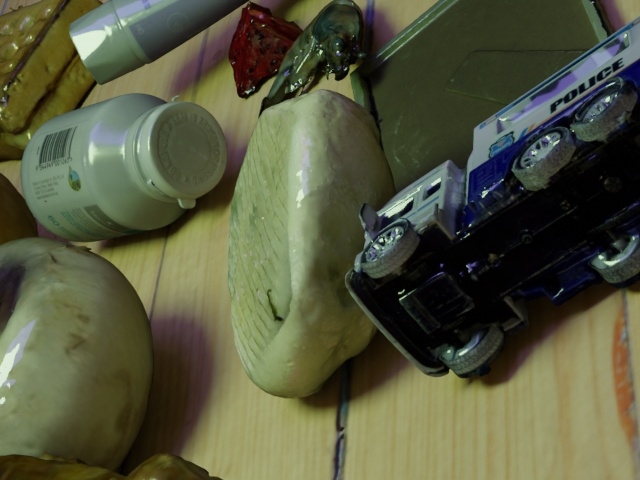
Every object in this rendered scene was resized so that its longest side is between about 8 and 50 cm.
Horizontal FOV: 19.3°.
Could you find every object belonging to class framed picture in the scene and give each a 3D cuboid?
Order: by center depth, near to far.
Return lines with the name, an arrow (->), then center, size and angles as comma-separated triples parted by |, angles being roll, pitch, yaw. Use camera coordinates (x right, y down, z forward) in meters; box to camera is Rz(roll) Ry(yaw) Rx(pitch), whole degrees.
framed picture -> 0.133, -0.132, 1.573 | 0.247, 0.022, 0.335 | -38, 28, 18

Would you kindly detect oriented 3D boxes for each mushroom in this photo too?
mushroom -> -0.299, 0.104, 1.584 | 0.297, 0.290, 0.297 | -35, 28, 22

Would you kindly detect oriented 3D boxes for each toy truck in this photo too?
toy truck -> 0.152, -0.032, 1.296 | 0.268, 0.124, 0.155 | -33, 22, 22

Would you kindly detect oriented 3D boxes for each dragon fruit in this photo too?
dragon fruit -> -0.072, -0.216, 1.949 | 0.097, 0.063, 0.131 | -41, 26, 12

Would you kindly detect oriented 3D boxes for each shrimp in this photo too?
shrimp -> -0.009, -0.161, 1.789 | 0.150, 0.051, 0.217 | -48, 14, 9

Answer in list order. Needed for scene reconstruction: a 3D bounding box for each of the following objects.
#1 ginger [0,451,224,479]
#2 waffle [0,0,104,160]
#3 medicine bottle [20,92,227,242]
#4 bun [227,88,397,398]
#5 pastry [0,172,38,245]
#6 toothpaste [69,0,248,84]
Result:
ginger -> -0.189, 0.234, 1.387 | 0.321, 0.172, 0.165 | -6, 33, 24
waffle -> -0.398, -0.197, 2.382 | 0.328, 0.098, 0.224 | -7, 45, 55
medicine bottle -> -0.189, -0.074, 1.844 | 0.215, 0.135, 0.135 | -9, 45, 51
bun -> 0.000, 0.000, 1.444 | 0.210, 0.116, 0.237 | -120, 40, -63
pastry -> -0.482, 0.056, 1.980 | 0.409, 0.245, 0.409 | -36, 26, 21
toothpaste -> -0.083, -0.277, 1.973 | 0.371, 0.080, 0.125 | -26, 7, 6
